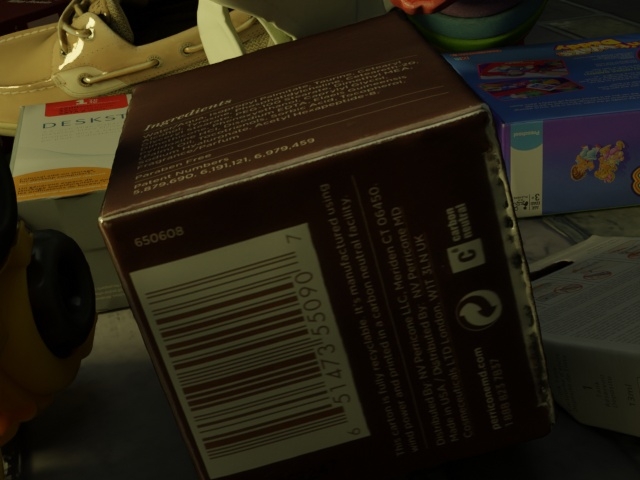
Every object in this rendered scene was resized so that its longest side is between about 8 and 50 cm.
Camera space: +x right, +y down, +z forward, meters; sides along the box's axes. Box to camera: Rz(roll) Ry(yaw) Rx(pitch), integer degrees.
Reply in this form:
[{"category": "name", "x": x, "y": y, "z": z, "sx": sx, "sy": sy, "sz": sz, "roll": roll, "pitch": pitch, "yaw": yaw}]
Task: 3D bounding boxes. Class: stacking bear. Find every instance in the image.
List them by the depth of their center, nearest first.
[{"category": "stacking bear", "x": 0.153, "y": -0.242, "z": 0.990, "sx": 0.175, "sy": 0.164, "sz": 0.289, "roll": -8, "pitch": -17, "yaw": 6}]

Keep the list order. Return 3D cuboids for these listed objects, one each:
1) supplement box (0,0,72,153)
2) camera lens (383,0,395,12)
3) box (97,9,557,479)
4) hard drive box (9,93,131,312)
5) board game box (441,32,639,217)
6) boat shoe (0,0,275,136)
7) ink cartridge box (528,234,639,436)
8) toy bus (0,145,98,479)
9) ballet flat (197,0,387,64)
[{"category": "supplement box", "x": -0.372, "y": -0.182, "z": 1.069, "sx": 0.191, "sy": 0.129, "sz": 0.194, "roll": 7, "pitch": 27, "yaw": 26}, {"category": "camera lens", "x": 0.020, "y": -0.442, "z": 1.464, "sx": 0.219, "sy": 0.219, "sz": 0.274, "roll": -8, "pitch": 24, "yaw": -7}, {"category": "box", "x": 0.000, "y": 0.000, "z": 0.513, "sx": 0.167, "sy": 0.168, "sz": 0.203, "roll": -16, "pitch": 25, "yaw": 1}, {"category": "hard drive box", "x": -0.137, "y": -0.041, "z": 0.758, "sx": 0.181, "sy": 0.089, "sz": 0.232, "roll": -9, "pitch": 24, "yaw": -11}, {"category": "board game box", "x": 0.295, "y": -0.114, "z": 0.852, "sx": 0.347, "sy": 0.078, "sz": 0.233, "roll": -6, "pitch": 24, "yaw": -3}, {"category": "boat shoe", "x": -0.179, "y": -0.180, "z": 0.885, "sx": 0.341, "sy": 0.110, "sz": 0.121, "roll": -10, "pitch": 51, "yaw": 4}, {"category": "ink cartridge box", "x": 0.187, "y": 0.047, "z": 0.575, "sx": 0.181, "sy": 0.056, "sz": 0.225, "roll": -20, "pitch": 9, "yaw": -29}, {"category": "toy bus", "x": -0.201, "y": 0.067, "z": 0.452, "sx": 0.149, "sy": 0.220, "sz": 0.211, "roll": -14, "pitch": 54, "yaw": 8}, {"category": "ballet flat", "x": 0.000, "y": -0.117, "z": 0.696, "sx": 0.139, "sy": 0.400, "sz": 0.139, "roll": -8, "pitch": 66, "yaw": 17}]
